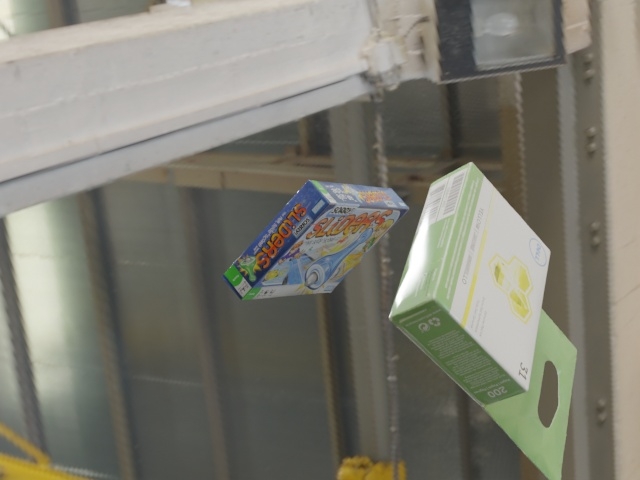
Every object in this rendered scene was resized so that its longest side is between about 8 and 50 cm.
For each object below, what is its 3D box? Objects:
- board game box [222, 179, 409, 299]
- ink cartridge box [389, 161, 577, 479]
[{"bbox_3d":[0.000,0.000,1.186,0.136,0.201,0.035,-48,-109,19],"label":"board game box"},{"bbox_3d":[0.165,0.073,0.976,0.056,0.171,0.235,-28,-62,38],"label":"ink cartridge box"}]
